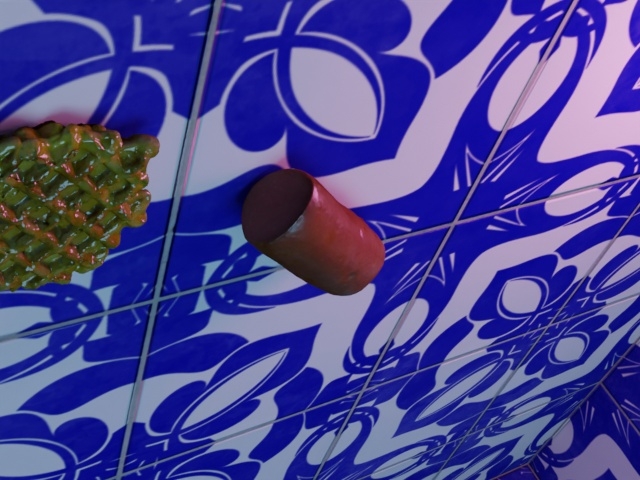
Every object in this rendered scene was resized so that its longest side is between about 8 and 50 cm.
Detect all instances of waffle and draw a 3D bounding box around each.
[{"bbox_3d":[-0.279,-0.025,0.930,0.243,0.058,0.237,-9,144,-36],"label":"waffle"}]

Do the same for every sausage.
[{"bbox_3d":[0.000,0.000,1.179,0.114,0.113,0.259,-37,149,9],"label":"sausage"}]
